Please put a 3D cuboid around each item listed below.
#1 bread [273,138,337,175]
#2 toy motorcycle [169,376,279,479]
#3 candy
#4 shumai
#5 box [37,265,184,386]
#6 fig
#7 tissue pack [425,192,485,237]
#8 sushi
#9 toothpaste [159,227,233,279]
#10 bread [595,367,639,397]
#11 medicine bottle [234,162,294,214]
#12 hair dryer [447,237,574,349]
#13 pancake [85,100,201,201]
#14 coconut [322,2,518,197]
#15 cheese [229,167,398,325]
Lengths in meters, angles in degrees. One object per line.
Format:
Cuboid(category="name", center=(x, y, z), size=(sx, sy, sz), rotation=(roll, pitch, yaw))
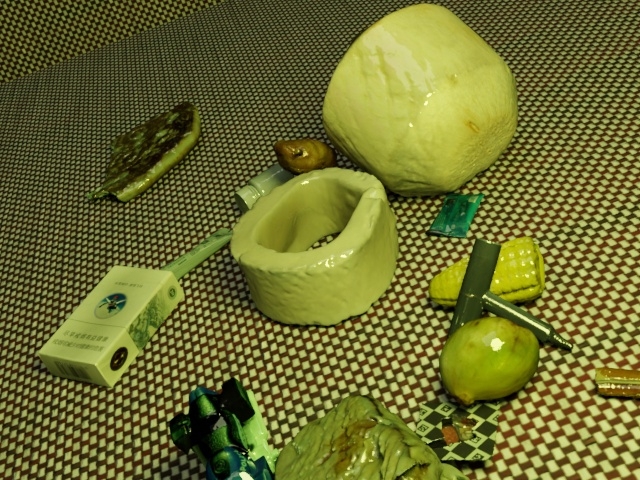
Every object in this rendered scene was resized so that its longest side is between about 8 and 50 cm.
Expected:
Cuboid(category="bread", center=(-0.033, -0.175, 1.820), size=(0.124, 0.084, 0.344), rotation=(1, 4, 6))
Cuboid(category="toy motorcycle", center=(-0.109, 0.329, 1.161), size=(0.125, 0.196, 0.331), rotation=(-33, 38, -2))
Cuboid(category="candy", center=(0.279, 0.067, 1.436), size=(0.198, 0.094, 0.106), rotation=(-17, 54, 21))
Cuboid(category="shumai", center=(0.078, 0.328, 1.079), size=(0.189, 0.218, 0.256), rotation=(-45, 25, 1))
Cuboid(category="box", center=(-0.408, 0.163, 1.668), size=(0.164, 0.069, 0.256), rotation=(4, 43, 32))
Cuboid(category="fig", center=(0.250, 0.175, 1.262), size=(0.153, 0.136, 0.121), rotation=(-26, 50, 12))
Cuboid(category="tissue pack", center=(0.267, -0.055, 1.674), size=(0.085, 0.028, 0.138), rotation=(2, 43, 29))
Cuboid(category="sushi", center=(0.199, 0.283, 1.231), size=(0.120, 0.026, 0.126), rotation=(-5, 29, 19))
Cuboid(category="toothpaste", center=(-0.270, 0.035, 1.815), size=(0.218, 0.041, 0.064), rotation=(-37, 32, -30))
Cuboid(category="bread", center=(0.437, 0.202, 1.213), size=(0.083, 0.036, 0.047), rotation=(0, 35, 24))
Cuboid(category="medicine bottle", center=(-0.123, -0.111, 1.904), size=(0.130, 0.080, 0.080), rotation=(-33, 36, -19))
Cuboid(category="hair dryer", center=(0.314, 0.101, 1.343), size=(0.194, 0.173, 0.050), rotation=(16, 7, 22))
Cuboid(category="pancake", center=(-0.463, -0.229, 2.282), size=(0.304, 0.067, 0.427), rotation=(-19, 34, 15))
Cuboid(category="coconut", center=(0.198, -0.300, 1.774), size=(0.415, 0.345, 0.416), rotation=(5, 47, -6))
Cuboid(category="cheese", center=(0.003, 0.002, 1.617), size=(0.292, 0.153, 0.332), rotation=(3, 41, 30))
